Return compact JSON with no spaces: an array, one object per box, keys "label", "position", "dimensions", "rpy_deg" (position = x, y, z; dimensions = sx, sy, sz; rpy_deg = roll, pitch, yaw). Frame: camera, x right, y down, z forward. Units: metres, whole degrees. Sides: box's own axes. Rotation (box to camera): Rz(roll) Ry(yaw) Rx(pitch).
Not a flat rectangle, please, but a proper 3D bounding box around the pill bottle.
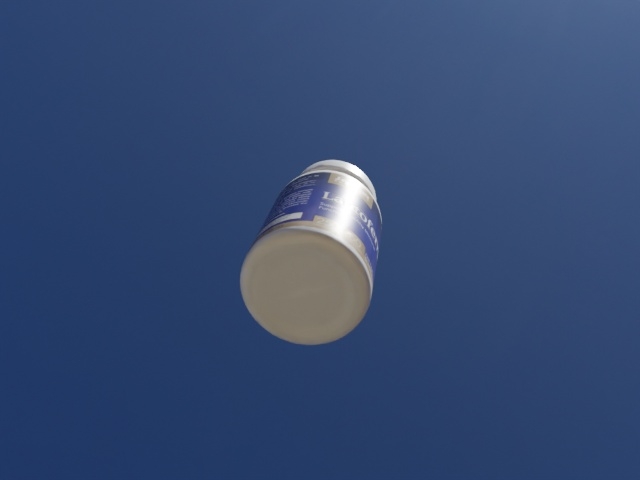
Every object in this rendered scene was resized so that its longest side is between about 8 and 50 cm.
[{"label":"pill bottle","position":[0.000,0.000,0.846],"dimensions":[0.153,0.265,0.153],"rpy_deg":[4,-62,7]}]
